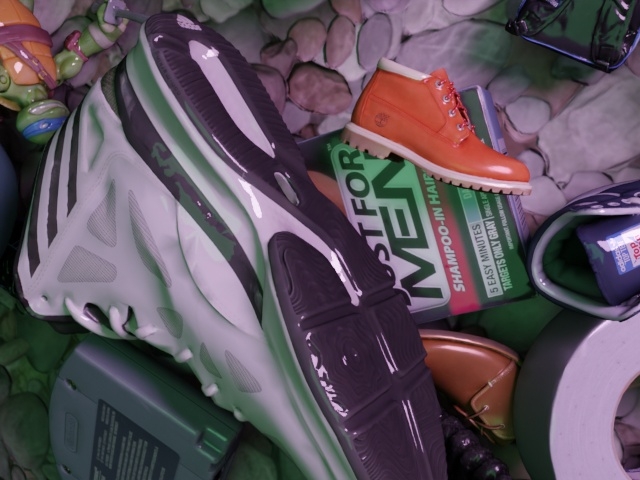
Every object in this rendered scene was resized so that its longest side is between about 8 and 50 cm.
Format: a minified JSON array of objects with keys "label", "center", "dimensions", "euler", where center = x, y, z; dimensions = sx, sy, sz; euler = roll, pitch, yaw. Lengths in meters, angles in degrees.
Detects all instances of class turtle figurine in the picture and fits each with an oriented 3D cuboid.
[{"label":"turtle figurine","center":[-0.297,-0.248,0.733],"dimensions":[0.197,0.275,0.266],"euler":[-26,84,-15]}]

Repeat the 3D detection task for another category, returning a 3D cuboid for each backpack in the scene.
[{"label":"backpack","center":[0.229,-0.211,0.626],"dimensions":[0.105,0.084,0.114],"euler":[26,110,12]}]

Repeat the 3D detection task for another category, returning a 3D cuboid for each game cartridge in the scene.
[{"label":"game cartridge","center":[-0.193,0.221,0.777],"dimensions":[0.198,0.062,0.297],"euler":[35,135,14]}]

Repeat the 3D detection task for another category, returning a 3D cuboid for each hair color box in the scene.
[{"label":"hair color box","center":[0.000,0.000,0.715],"dimensions":[0.374,0.113,0.186],"euler":[-16,93,19]}]

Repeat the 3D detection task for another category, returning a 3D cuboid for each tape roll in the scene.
[{"label":"tape roll","center":[0.278,0.148,0.623],"dimensions":[0.219,0.072,0.219],"euler":[0,92,-9]}]

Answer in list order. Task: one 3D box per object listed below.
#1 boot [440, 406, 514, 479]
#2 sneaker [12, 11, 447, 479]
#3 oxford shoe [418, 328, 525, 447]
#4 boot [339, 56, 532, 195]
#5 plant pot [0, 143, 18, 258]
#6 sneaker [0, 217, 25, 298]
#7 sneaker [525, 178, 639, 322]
[{"label":"boot","center":[0.146,0.316,0.673],"dimensions":[0.347,0.131,0.260],"euler":[24,119,13]},{"label":"sneaker","center":[-0.092,0.064,0.630],"dimensions":[0.257,0.169,0.448],"euler":[-34,79,28]},{"label":"oxford shoe","center":[0.149,0.139,0.664],"dimensions":[0.212,0.076,0.076],"euler":[23,148,-9]},{"label":"boot","center":[0.099,-0.088,0.583],"dimensions":[0.157,0.059,0.085],"euler":[25,99,14]},{"label":"plant pot","center":[-0.464,-0.050,0.760],"dimensions":[0.293,0.235,0.293],"euler":[-9,73,30]},{"label":"sneaker","center":[-0.320,0.032,0.831],"dimensions":[0.232,0.090,0.082],"euler":[16,102,14]},{"label":"sneaker","center":[0.286,-0.021,0.548],"dimensions":[0.282,0.153,0.099],"euler":[-24,90,38]}]
